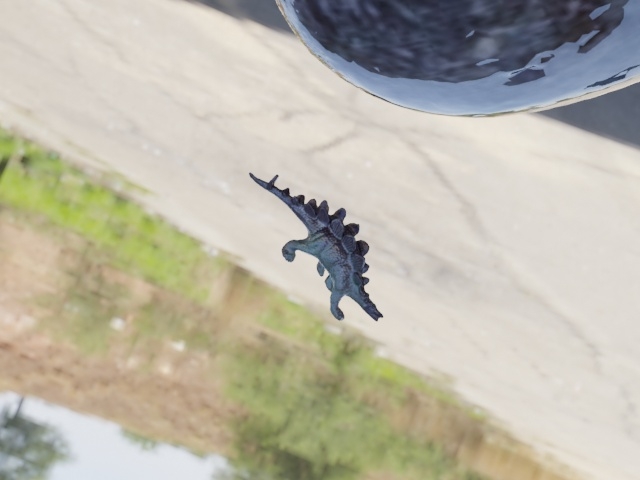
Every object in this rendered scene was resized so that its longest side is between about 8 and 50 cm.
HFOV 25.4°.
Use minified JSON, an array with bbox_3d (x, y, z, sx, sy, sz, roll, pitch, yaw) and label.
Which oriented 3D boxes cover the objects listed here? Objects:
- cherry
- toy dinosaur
[{"bbox_3d":[0.109,-0.180,0.716,0.296,0.218,0.255,-26,163,25],"label":"cherry"},{"bbox_3d":[0.001,-0.001,1.495,0.209,0.082,0.039,48,-150,10],"label":"toy dinosaur"}]
